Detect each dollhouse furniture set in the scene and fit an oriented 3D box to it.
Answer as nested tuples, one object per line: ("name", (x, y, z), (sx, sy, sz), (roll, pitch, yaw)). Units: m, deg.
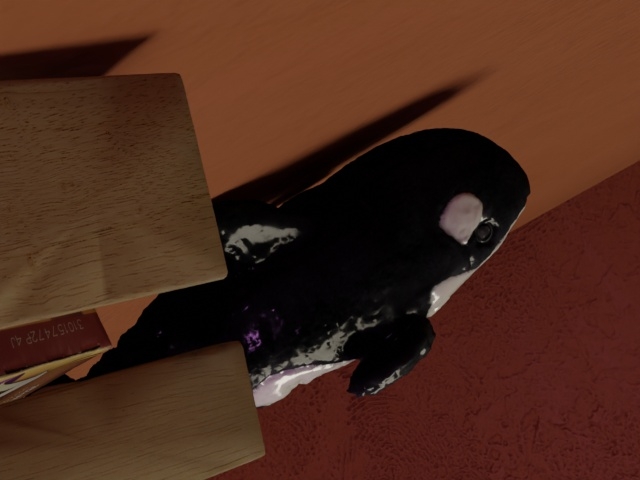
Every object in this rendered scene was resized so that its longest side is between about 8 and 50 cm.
("dollhouse furniture set", (-0.115, 0.047, 0.395), (0.151, 0.144, 0.123), (-15, 178, 36))

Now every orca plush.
("orca plush", (-0.042, 0.010, 0.742), (0.287, 0.102, 0.151), (-20, -138, 16))

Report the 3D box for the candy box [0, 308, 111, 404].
("candy box", (-0.183, 0.067, 0.562), (0.187, 0.053, 0.109), (-28, 175, 13))
